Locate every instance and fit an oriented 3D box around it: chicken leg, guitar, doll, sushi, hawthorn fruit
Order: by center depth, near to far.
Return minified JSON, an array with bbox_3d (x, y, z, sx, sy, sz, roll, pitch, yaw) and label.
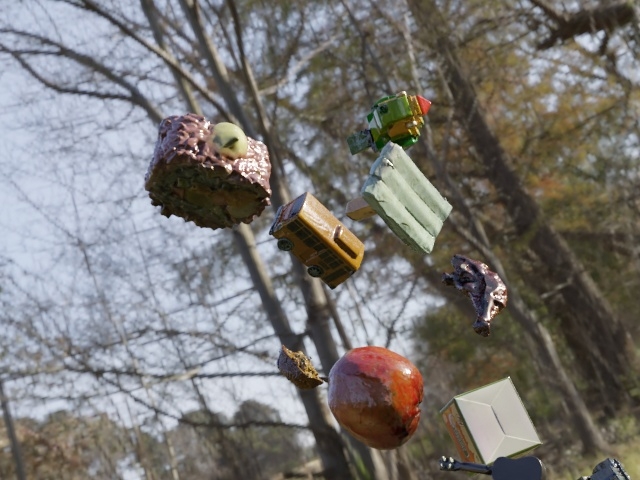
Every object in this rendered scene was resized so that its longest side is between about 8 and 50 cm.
[{"bbox_3d":[0.256,0.086,1.401,0.089,0.219,0.048,-11,-58,-7],"label":"chicken leg"},{"bbox_3d":[0.138,-0.228,1.688,0.134,0.106,0.186,-14,-10,-16],"label":"doll"},{"bbox_3d":[-0.041,0.253,1.721,0.060,0.118,0.061,-54,-12,7],"label":"sushi"},{"bbox_3d":[-0.227,-0.153,1.830,0.270,0.171,0.236,19,-39,-15],"label":"sushi"},{"bbox_3d":[0.389,0.531,2.014,0.271,0.084,0.038,-1,-28,36],"label":"guitar"},{"bbox_3d":[0.110,0.392,2.205,0.300,0.254,0.254,8,-10,18],"label":"hawthorn fruit"}]

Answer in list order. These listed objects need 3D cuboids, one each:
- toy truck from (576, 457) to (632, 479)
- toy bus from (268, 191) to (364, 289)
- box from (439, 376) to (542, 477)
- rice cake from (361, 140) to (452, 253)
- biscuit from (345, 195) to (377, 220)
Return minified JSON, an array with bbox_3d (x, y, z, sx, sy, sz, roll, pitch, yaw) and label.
[{"bbox_3d":[0.609,0.619,2.010,0.257,0.127,0.127,-45,-49,16],"label":"toy truck"},{"bbox_3d":[0.000,0.000,1.852,0.114,0.098,0.201,-31,-63,37],"label":"toy bus"},{"bbox_3d":[0.445,0.495,2.292,0.177,0.195,0.148,-17,-23,-17],"label":"box"},{"bbox_3d":[0.148,-0.071,1.490,0.038,0.124,0.211,8,-29,42],"label":"rice cake"},{"bbox_3d":[0.151,-0.099,2.327,0.188,0.052,0.056,-18,-44,41],"label":"biscuit"}]
